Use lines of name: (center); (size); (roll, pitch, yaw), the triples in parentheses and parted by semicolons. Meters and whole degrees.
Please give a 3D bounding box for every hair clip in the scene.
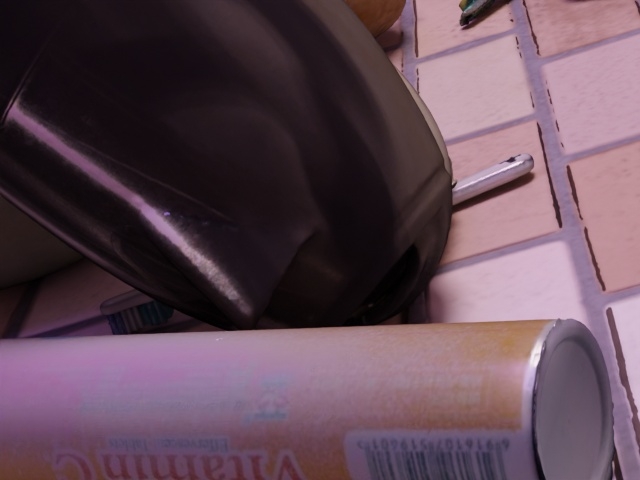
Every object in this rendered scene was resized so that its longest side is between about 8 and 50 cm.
hair clip: (0.179, -0.243, 1.364); (0.173, 0.049, 0.049); (-34, 27, -25)

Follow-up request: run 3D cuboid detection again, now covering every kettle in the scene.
kettle: (-0.054, -0.086, 0.911); (0.228, 0.324, 0.321); (-51, -2, 30)

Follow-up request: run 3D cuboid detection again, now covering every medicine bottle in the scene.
medicine bottle: (-0.066, 0.094, 0.766); (0.426, 0.108, 0.108); (-3, 29, 32)

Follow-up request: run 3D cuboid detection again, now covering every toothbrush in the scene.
toothbrush: (-0.001, -0.002, 0.999); (0.304, 0.030, 0.030); (-22, 23, -1)

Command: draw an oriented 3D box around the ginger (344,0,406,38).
ginger: (-0.020, -0.226, 1.366); (0.267, 0.152, 0.138); (-19, 44, 52)

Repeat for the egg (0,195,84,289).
egg: (-0.271, -0.094, 1.114); (0.336, 0.278, 0.278); (-25, 24, -5)
